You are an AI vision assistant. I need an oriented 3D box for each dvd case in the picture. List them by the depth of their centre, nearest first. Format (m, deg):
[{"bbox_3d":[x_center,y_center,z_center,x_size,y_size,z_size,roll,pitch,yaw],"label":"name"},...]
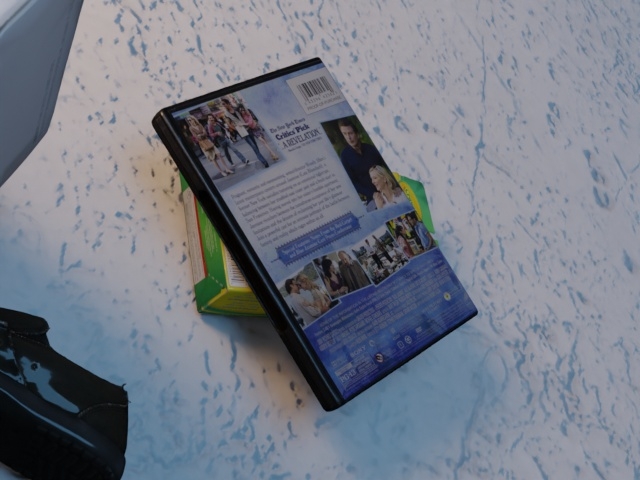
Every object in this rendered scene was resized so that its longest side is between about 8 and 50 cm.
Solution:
[{"bbox_3d":[0.001,-0.015,0.848,0.180,0.022,0.253,-27,83,-43],"label":"dvd case"}]

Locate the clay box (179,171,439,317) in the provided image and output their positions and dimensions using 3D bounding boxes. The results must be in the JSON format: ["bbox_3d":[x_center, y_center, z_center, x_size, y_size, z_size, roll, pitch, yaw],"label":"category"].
[{"bbox_3d":[0.000,0.000,0.891,0.222,0.053,0.127,8,61,-35],"label":"clay box"}]

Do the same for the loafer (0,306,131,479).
[{"bbox_3d":[-0.211,0.076,0.681,0.220,0.080,0.078,39,36,-16],"label":"loafer"}]

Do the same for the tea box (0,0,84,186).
[{"bbox_3d":[-0.338,-0.091,0.505,0.329,0.220,0.323,38,61,-3],"label":"tea box"}]
